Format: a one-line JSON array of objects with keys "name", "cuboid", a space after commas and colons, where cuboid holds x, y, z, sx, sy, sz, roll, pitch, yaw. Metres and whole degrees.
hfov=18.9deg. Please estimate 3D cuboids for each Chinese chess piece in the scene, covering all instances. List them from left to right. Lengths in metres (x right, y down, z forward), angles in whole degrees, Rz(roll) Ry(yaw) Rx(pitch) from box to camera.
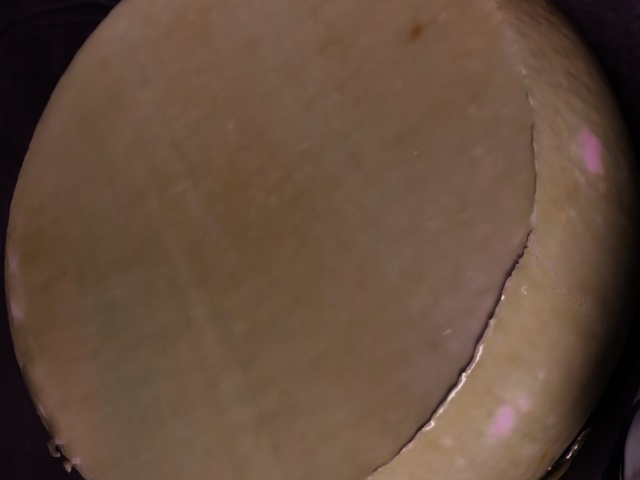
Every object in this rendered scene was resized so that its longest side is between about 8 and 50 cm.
[{"name": "Chinese chess piece", "cuboid": [0.000, 0.000, 1.010, 0.349, 0.146, 0.349, -11, 69, 30]}]

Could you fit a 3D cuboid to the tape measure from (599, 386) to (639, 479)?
[{"name": "tape measure", "cuboid": [0.220, 0.134, 0.750, 0.275, 0.256, 0.147, 40, 54, 24]}]
